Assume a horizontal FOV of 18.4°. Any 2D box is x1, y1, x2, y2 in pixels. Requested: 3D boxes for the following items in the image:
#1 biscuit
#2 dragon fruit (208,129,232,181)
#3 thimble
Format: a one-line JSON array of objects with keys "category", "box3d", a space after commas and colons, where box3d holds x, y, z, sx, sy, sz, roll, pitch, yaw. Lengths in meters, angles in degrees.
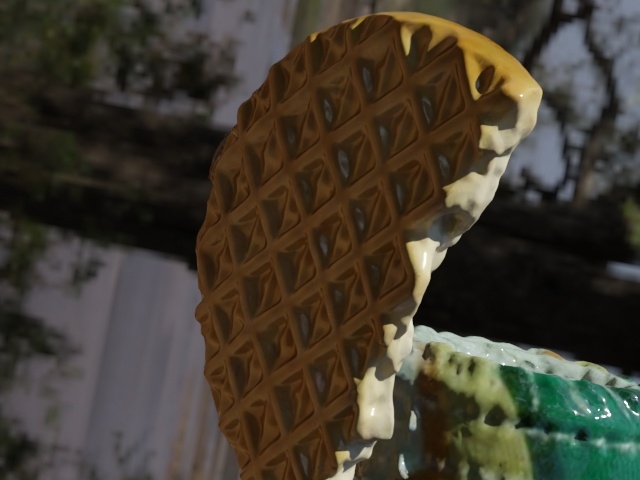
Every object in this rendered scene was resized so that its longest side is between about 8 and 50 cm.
[{"category": "biscuit", "box3d": [0.000, 0.000, 1.109, 0.204, 0.040, 0.309, 47, -57, 41]}, {"category": "dragon fruit", "box3d": [-0.077, -0.074, 1.978, 0.060, 0.056, 0.083, -61, -161, -2]}, {"category": "thimble", "box3d": [0.169, 0.183, 1.795, 0.254, 0.288, 0.167, 20, -82, 63]}]
